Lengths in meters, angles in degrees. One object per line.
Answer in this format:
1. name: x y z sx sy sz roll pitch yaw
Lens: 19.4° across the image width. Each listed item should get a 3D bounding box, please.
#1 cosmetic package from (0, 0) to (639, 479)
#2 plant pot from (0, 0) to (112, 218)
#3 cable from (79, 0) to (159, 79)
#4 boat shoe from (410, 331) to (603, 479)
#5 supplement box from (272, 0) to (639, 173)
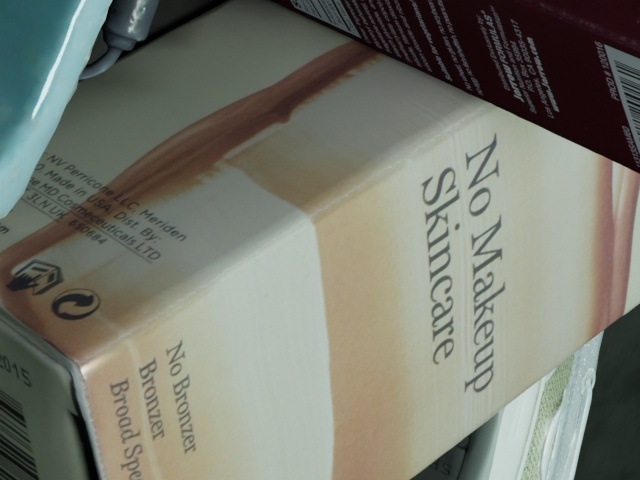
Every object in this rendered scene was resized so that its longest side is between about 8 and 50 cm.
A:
1. cosmetic package: 0.000 0.000 0.682 0.296 0.129 0.153 -35 135 -30
2. plant pot: -0.153 -0.165 0.274 0.248 0.252 0.247 -66 165 7
3. cable: -0.097 -0.126 0.543 0.184 0.047 0.150 24 103 -47
4. boat shoe: 0.054 0.155 0.860 0.103 0.118 0.320 -2 109 -44
5. supplement box: 0.077 -0.111 0.604 0.130 0.239 0.073 -47 140 -15
